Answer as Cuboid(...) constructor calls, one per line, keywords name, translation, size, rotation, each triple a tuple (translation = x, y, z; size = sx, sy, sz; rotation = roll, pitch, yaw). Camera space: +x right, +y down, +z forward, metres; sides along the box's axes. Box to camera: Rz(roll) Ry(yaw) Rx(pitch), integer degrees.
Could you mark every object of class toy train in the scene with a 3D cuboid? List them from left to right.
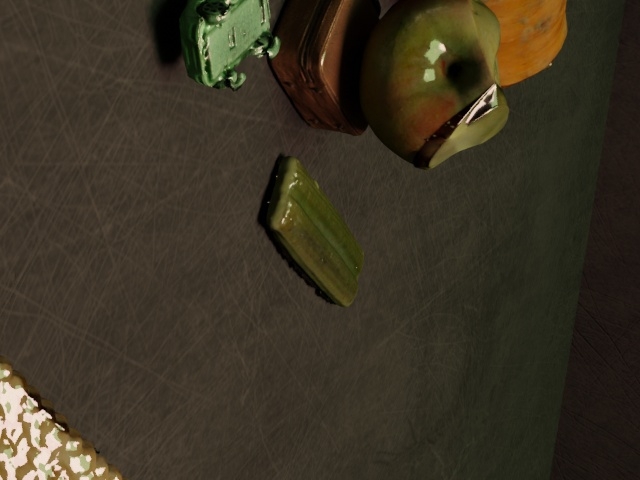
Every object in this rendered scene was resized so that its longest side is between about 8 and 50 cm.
Cuboid(name="toy train", translation=(-0.093, -0.214, 1.344), size=(0.149, 0.081, 0.099), rotation=(-50, 146, -40))

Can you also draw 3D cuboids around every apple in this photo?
Cuboid(name="apple", translation=(0.131, -0.183, 1.590), size=(0.188, 0.174, 0.207), rotation=(-51, 150, -87))

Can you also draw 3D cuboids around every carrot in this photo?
Cuboid(name="carrot", translation=(0.221, -0.364, 1.826), size=(0.340, 0.224, 0.224), rotation=(64, 43, -56))

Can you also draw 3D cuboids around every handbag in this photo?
Cuboid(name="handbag", translation=(0.017, -0.217, 1.608), size=(0.193, 0.072, 0.151), rotation=(53, 53, -60))

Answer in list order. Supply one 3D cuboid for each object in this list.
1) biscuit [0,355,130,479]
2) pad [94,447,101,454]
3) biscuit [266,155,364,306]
Cuboid(name="biscuit", translation=(-0.265, 0.209, 1.081), size=(0.325, 0.044, 0.217), rotation=(53, 52, -38))
Cuboid(name="pad", translation=(-0.257, 0.351, 1.251), size=(0.269, 0.012, 0.269), rotation=(98, 18, -49))
Cuboid(name="biscuit", translation=(0.000, 0.000, 1.729), size=(0.322, 0.038, 0.099), rotation=(52, 51, -62))
